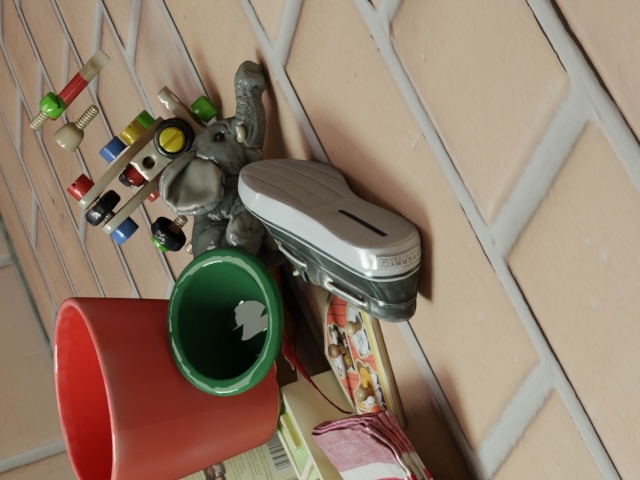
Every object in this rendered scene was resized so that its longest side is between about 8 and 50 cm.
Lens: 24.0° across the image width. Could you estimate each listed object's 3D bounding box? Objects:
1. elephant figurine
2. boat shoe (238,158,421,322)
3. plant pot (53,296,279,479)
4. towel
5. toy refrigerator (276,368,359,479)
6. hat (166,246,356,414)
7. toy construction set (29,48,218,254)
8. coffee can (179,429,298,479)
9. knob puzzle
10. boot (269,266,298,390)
[{"bbox_3d":[-0.121,-0.075,1.945,0.239,0.186,0.169,63,164,13],"label":"elephant figurine"},{"bbox_3d":[0.000,0.000,1.734,0.335,0.121,0.119,38,137,54],"label":"boat shoe"},{"bbox_3d":[-0.202,0.196,1.991,0.275,0.243,0.275,173,90,-65],"label":"plant pot"},{"bbox_3d":[0.111,0.348,1.740,0.329,0.037,0.237,58,160,0],"label":"towel"},{"bbox_3d":[0.027,0.315,1.961,0.102,0.094,0.269,107,142,-58],"label":"toy refrigerator"},{"bbox_3d":[-0.074,0.117,1.911,0.173,0.183,0.208,-2,85,31],"label":"hat"},{"bbox_3d":[-0.258,-0.163,2.217,0.237,0.257,0.309,-46,74,19],"label":"toy construction set"},{"bbox_3d":[-0.136,0.346,2.150,0.201,0.275,0.201,164,90,-70],"label":"coffee can"},{"bbox_3d":[0.037,0.150,1.896,0.213,0.030,0.213,53,153,43],"label":"knob puzzle"},{"bbox_3d":[-0.114,0.089,2.170,0.295,0.104,0.211,11,111,62],"label":"boot"}]
